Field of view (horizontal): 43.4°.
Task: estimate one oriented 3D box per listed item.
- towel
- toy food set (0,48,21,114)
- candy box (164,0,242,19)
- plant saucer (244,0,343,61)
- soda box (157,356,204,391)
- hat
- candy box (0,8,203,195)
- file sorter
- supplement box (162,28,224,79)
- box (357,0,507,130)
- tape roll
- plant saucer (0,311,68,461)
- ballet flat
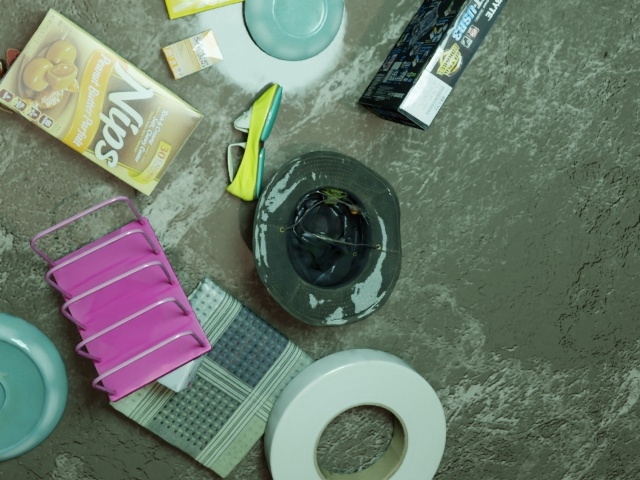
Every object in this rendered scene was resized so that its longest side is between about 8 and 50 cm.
[{"bbox_3d":[-0.218,0.283,1.632,0.312,0.056,0.324,39,91,-20],"label":"towel"},{"bbox_3d":[-0.558,-0.291,1.441,0.077,0.019,0.122,22,97,-15],"label":"toy food set"},{"bbox_3d":[-0.190,-0.480,1.468,0.205,0.027,0.105,-17,109,-7],"label":"candy box"},{"bbox_3d":[-0.042,-0.428,1.488,0.194,0.037,0.195,-7,111,-18],"label":"plant saucer"},{"bbox_3d":[-0.336,0.204,1.527,0.216,0.074,0.069,27,91,9],"label":"soda box"},{"bbox_3d":[0.000,0.000,1.561,0.331,0.134,0.332,2,85,-20],"label":"hat"},{"bbox_3d":[-0.392,-0.244,1.441,0.316,0.087,0.183,34,95,-20],"label":"candy box"},{"bbox_3d":[-0.355,0.100,1.419,0.202,0.182,0.291,-28,75,-7],"label":"file sorter"},{"bbox_3d":[-0.235,-0.344,1.485,0.098,0.036,0.062,-24,107,-6],"label":"supplement box"},{"bbox_3d":[0.201,-0.347,1.437,0.073,0.295,0.293,33,94,-15],"label":"box"},{"bbox_3d":[0.075,0.419,1.684,0.391,0.072,0.392,-4,106,-16],"label":"tape roll"},{"bbox_3d":[-0.651,0.292,1.545,0.317,0.044,0.318,-2,103,-10],"label":"plant saucer"},{"bbox_3d":[-0.132,-0.190,1.526,0.077,0.077,0.231,14,102,3],"label":"ballet flat"}]
